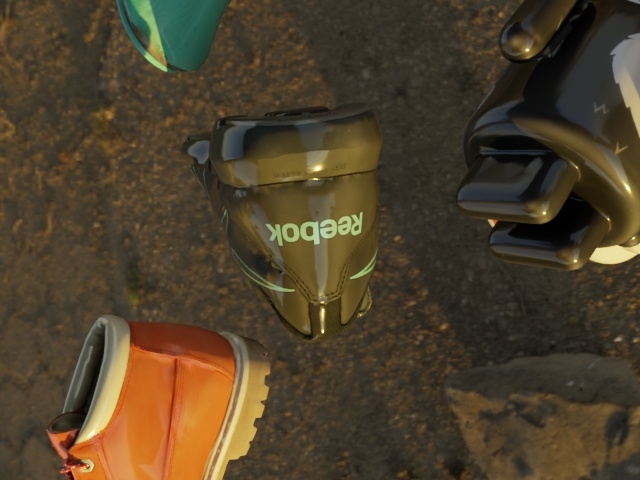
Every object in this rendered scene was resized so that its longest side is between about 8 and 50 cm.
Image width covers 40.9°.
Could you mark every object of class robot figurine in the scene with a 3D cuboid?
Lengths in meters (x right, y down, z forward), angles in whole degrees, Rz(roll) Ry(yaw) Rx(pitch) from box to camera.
[{"bbox_3d":[0.235,-0.106,0.737,0.173,0.209,0.278,31,69,18],"label":"robot figurine"}]

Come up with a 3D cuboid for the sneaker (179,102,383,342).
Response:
[{"bbox_3d":[-0.025,-0.017,0.485,0.267,0.101,0.106,-133,34,-81],"label":"sneaker"}]

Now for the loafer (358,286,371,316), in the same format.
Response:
[{"bbox_3d":[0.000,0.000,1.068,0.084,0.096,0.268,-6,129,42],"label":"loafer"}]

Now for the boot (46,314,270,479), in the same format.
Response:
[{"bbox_3d":[-0.085,0.109,0.365,0.059,0.084,0.158,5,77,52],"label":"boot"}]

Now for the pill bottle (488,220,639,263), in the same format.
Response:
[{"bbox_3d":[0.428,-0.065,1.422,0.323,0.181,0.182,22,108,61],"label":"pill bottle"}]

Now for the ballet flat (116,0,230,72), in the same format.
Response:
[{"bbox_3d":[-0.076,-0.206,0.522,0.087,0.083,0.247,-29,46,21],"label":"ballet flat"}]
